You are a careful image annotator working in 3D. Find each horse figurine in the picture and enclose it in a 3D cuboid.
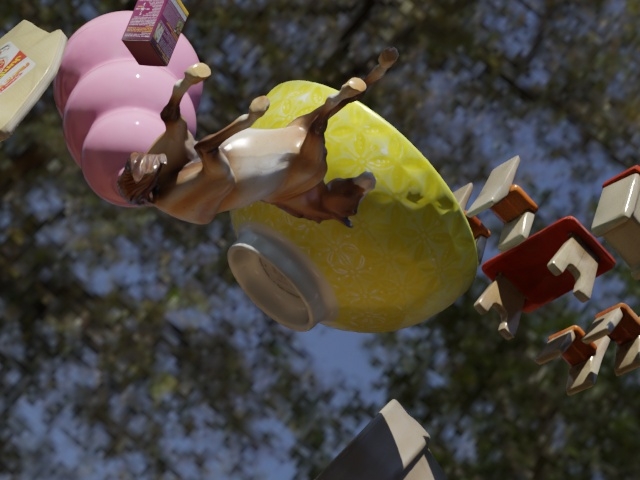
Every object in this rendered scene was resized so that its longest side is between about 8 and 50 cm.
[{"bbox_3d":[-0.051,-0.063,1.249,0.066,0.263,0.174,60,-41,22],"label":"horse figurine"}]

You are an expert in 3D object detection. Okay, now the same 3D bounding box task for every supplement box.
[{"bbox_3d":[-0.201,-0.261,2.092,0.043,0.083,0.055,6,-29,25],"label":"supplement box"}]

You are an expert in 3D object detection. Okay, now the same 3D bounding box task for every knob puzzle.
[{"bbox_3d":[-0.286,-0.107,1.456,0.213,0.213,0.030,-2,-47,47],"label":"knob puzzle"}]

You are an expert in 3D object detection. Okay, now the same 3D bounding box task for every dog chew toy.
[{"bbox_3d":[-0.255,-0.165,2.299,0.206,0.332,0.207,-4,-53,-6],"label":"dog chew toy"}]

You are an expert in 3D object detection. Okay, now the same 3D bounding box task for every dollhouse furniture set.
[{"bbox_3d":[0.292,0.009,1.924,0.262,0.135,0.259,46,-45,-14],"label":"dollhouse furniture set"}]

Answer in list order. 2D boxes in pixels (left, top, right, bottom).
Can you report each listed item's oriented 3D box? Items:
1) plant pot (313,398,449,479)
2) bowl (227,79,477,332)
[{"bbox_3d":[0.068,0.388,1.919,0.280,0.323,0.323,45,-31,5],"label":"plant pot"},{"bbox_3d":[0.000,0.000,1.724,0.289,0.156,0.289,36,-25,20],"label":"bowl"}]
